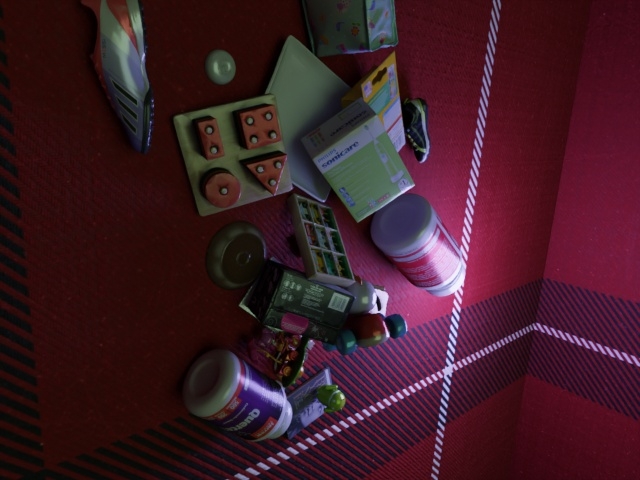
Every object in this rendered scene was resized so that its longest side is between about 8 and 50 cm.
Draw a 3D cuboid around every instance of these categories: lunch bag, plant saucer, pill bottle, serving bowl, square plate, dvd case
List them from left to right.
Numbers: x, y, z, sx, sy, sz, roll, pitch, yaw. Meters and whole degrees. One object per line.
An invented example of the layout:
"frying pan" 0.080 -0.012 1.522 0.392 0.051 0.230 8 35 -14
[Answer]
"serving bowl" -0.239 -0.422 1.200 0.083 0.027 0.083 -16 114 -40
"plant saucer" -0.220 0.047 1.356 0.198 0.036 0.199 -15 113 -39
"pill bottle" -0.217 0.444 1.376 0.182 0.181 0.323 -56 132 -15
"square plate" -0.046 -0.328 1.396 0.347 0.049 0.344 26 83 -44
"dvd case" -0.041 0.557 1.690 0.221 0.018 0.165 -27 120 -35
"lunch bag" 0.073 -0.632 1.293 0.160 0.223 0.262 -31 120 -40
"pill bottle" 0.366 0.034 1.767 0.407 0.229 0.229 44 72 -41

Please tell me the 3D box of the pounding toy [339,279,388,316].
"pounding toy" 0.142 0.215 1.663 0.269 0.154 0.154 30 79 -41

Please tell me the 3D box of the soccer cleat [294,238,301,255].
"soccer cleat" -0.052 0.024 1.512 0.035 0.029 0.083 -41 122 -22

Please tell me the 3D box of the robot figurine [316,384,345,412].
"robot figurine" 0.036 0.529 1.659 0.067 0.115 0.101 -8 108 -42

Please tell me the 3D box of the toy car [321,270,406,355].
"toy car" 0.113 0.205 1.525 0.219 0.210 0.238 -12 88 -24

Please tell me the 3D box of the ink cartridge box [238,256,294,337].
"ink cartridge box" -0.122 0.182 1.494 0.224 0.056 0.181 40 74 -23

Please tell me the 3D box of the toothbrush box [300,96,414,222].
"toothbrush box" 0.111 -0.220 1.399 0.206 0.122 0.283 -34 133 7

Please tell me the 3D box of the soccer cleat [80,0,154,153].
"soccer cleat" -0.414 -0.339 1.025 0.116 0.108 0.318 -7 110 -20

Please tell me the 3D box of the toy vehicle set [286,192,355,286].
"toy vehicle set" 0.000 0.000 1.428 0.166 0.035 0.267 15 49 -45

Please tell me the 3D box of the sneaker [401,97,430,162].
"sneaker" 0.320 -0.382 1.721 0.097 0.084 0.235 -16 114 -13

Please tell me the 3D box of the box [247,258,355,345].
"box" -0.056 0.175 1.412 0.247 0.142 0.163 23 91 -29

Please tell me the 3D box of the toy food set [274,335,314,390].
"toy food set" -0.090 0.392 1.579 0.192 0.038 0.132 -56 132 -16

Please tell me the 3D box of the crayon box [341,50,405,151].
"crayon box" 0.164 -0.380 1.496 0.203 0.083 0.323 -51 143 -31

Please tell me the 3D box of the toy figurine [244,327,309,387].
"toy figurine" -0.134 0.313 1.427 0.159 0.130 0.173 29 73 -15

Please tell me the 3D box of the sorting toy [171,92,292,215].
"sorting toy" -0.198 -0.204 1.211 0.257 0.089 0.256 -19 116 -19
